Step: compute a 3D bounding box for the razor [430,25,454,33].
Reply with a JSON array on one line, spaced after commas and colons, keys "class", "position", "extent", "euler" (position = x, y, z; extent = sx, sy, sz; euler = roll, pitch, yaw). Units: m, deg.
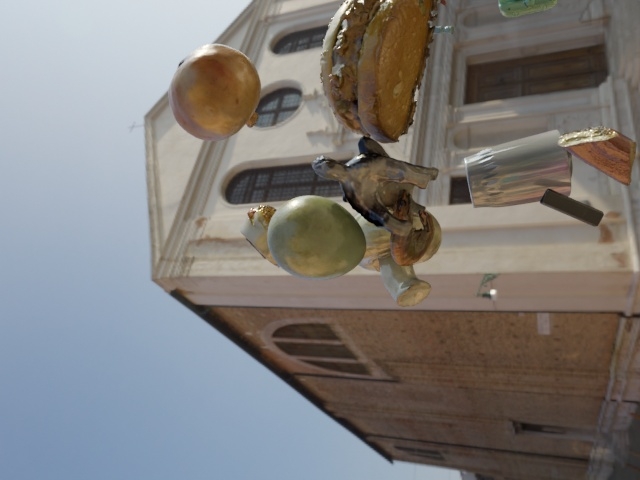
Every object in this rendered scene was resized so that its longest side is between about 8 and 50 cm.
[{"class": "razor", "position": [0.337, -0.700, 1.738], "extent": [0.106, 0.232, 0.068], "euler": [-30, -54, -36]}]

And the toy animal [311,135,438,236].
[{"class": "toy animal", "position": [0.150, -0.168, 1.421], "extent": [0.194, 0.302, 0.344], "euler": [-70, -12, 14]}]

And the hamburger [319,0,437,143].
[{"class": "hamburger", "position": [0.127, -0.519, 1.459], "extent": [0.287, 0.268, 0.446], "euler": [0, -73, -51]}]

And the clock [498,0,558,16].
[{"class": "clock", "position": [0.566, -0.735, 1.431], "extent": [0.066, 0.159, 0.211], "euler": [-16, -82, -66]}]

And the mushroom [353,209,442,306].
[{"class": "mushroom", "position": [0.243, 0.002, 1.657], "extent": [0.356, 0.315, 0.315], "euler": [-143, 39, -66]}]

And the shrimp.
[{"class": "shrimp", "position": [0.249, -0.033, 1.426], "extent": [0.150, 0.068, 0.249], "euler": [-32, -47, -17]}]

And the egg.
[{"class": "egg", "position": [0.000, 0.000, 1.368], "extent": [0.295, 0.218, 0.219], "euler": [19, -112, -37]}]

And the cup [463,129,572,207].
[{"class": "cup", "position": [0.751, -0.255, 1.978], "extent": [0.253, 0.371, 0.254], "euler": [-12, -90, -74]}]

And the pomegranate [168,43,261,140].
[{"class": "pomegranate", "position": [-0.422, -0.613, 2.183], "extent": [0.411, 0.411, 0.412], "euler": [-3, -90, -66]}]

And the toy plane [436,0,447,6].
[{"class": "toy plane", "position": [0.359, -0.877, 1.605], "extent": [0.104, 0.222, 0.327], "euler": [-12, -89, -44]}]

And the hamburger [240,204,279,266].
[{"class": "hamburger", "position": [-0.201, -0.029, 2.208], "extent": [0.294, 0.179, 0.276], "euler": [46, -175, 10]}]

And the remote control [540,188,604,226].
[{"class": "remote control", "position": [0.885, -0.115, 1.827], "extent": [0.025, 0.245, 0.063], "euler": [-111, 42, -73]}]

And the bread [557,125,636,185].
[{"class": "bread", "position": [0.652, -0.204, 1.178], "extent": [0.067, 0.192, 0.119], "euler": [-55, -3, -21]}]
